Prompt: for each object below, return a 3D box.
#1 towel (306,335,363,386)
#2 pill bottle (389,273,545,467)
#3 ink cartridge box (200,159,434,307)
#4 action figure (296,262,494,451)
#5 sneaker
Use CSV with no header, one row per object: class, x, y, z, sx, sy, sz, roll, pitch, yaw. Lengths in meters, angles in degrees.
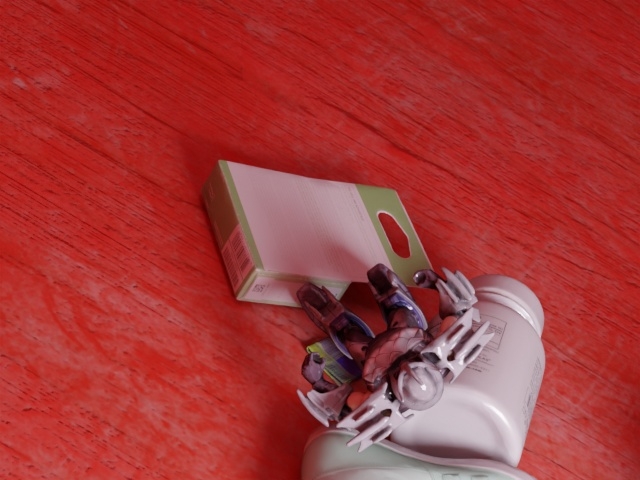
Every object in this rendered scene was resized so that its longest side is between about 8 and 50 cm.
towel,0.028,0.118,1.446,0.060,0.009,0.083,46,38,20
pill bottle,0.157,0.135,1.410,0.131,0.131,0.229,30,35,0
ink cartridge box,0.000,0.000,1.533,0.235,0.056,0.171,9,40,-31
action figure,0.059,0.096,1.303,0.099,0.185,0.285,60,-3,-15
sneaker,0.100,0.262,1.243,0.255,0.094,0.151,16,31,-3
